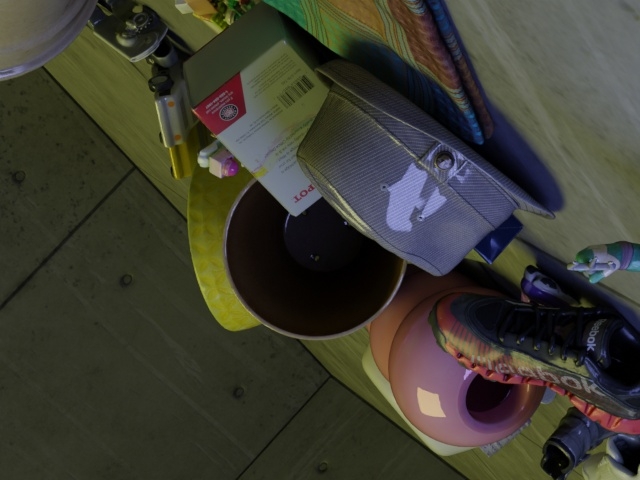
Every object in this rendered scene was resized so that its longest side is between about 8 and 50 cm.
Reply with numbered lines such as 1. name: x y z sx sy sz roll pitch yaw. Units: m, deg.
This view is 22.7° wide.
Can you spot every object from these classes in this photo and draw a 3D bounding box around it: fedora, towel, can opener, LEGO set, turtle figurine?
1. fedora: 0.082 -0.054 1.559 0.275 0.124 0.244 37 180 -27
2. towel: -0.009 -0.244 1.479 0.370 0.040 0.271 37 171 33
3. can opener: -0.313 -0.329 2.351 0.283 0.076 0.095 38 170 38
4. LEGO set: -0.079 -0.202 1.814 0.107 0.132 0.287 22 141 21
5. turtle figurine: 0.301 0.054 1.273 0.175 0.118 0.234 55 -167 22

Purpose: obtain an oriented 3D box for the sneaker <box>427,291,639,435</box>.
1. sneaker: 0.253 0.110 1.713 0.276 0.097 0.135 23 148 5

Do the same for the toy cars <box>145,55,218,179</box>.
1. toy cars: -0.206 -0.197 2.448 0.393 0.087 0.176 95 164 -80

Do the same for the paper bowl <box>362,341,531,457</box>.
1. paper bowl: 0.174 0.208 2.394 0.284 0.148 0.284 49 180 0

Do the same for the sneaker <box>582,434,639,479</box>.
1. sneaker: 0.415 0.297 2.144 0.115 0.090 0.232 51 161 -13

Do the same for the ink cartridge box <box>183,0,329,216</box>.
1. ink cartridge box: -0.041 -0.144 1.714 0.176 0.128 0.127 47 -168 -28

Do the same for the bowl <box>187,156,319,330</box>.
1. bowl: -0.079 -0.009 2.489 0.156 0.289 0.289 -7 150 18

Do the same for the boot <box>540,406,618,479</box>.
1. boot: 0.317 0.221 1.888 0.083 0.161 0.246 40 171 20

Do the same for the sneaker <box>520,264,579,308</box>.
1. sneaker: 0.252 0.086 1.822 0.068 0.071 0.170 38 170 26

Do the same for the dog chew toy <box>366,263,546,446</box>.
1. dog chew toy: 0.159 0.132 2.097 0.206 0.206 0.332 47 178 -29

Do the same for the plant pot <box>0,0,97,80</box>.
1. plant pot: -0.354 -0.361 1.698 0.334 0.334 0.305 44 160 -11

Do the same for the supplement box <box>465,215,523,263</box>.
1. supplement box: 0.160 -0.025 1.736 0.083 0.056 0.083 45 171 -15

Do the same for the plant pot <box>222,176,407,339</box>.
1. plant pot: 0.000 0.000 2.149 0.237 0.237 0.254 43 -175 -1

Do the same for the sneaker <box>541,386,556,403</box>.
1. sneaker: 0.275 0.183 2.278 0.134 0.051 0.070 43 168 -34
